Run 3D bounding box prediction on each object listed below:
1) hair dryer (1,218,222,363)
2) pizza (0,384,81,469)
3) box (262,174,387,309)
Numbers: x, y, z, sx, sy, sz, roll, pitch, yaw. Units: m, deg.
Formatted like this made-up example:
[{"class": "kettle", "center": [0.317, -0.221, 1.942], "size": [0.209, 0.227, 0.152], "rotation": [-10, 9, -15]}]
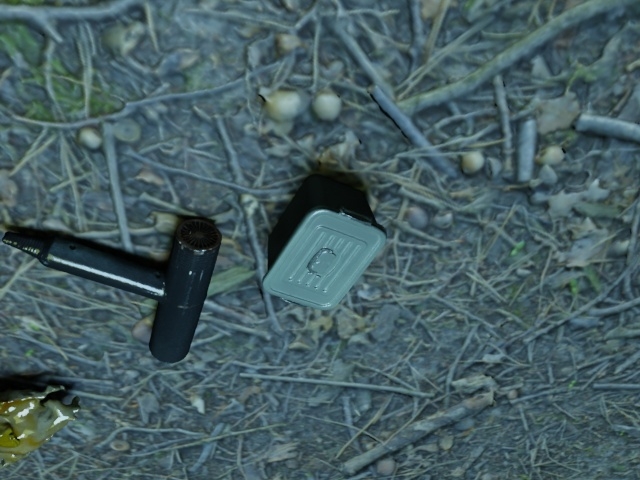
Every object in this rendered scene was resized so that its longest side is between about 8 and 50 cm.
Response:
[{"class": "hair dryer", "center": [-0.210, 0.043, 0.698], "size": [0.195, 0.050, 0.173], "rotation": [10, 128, -13]}, {"class": "pizza", "center": [-0.414, 0.226, 0.803], "size": [0.297, 0.071, 0.189], "rotation": [-6, 131, -6]}, {"class": "box", "center": [0.000, 0.000, 0.677], "size": [0.084, 0.069, 0.122], "rotation": [21, 124, -24]}]
